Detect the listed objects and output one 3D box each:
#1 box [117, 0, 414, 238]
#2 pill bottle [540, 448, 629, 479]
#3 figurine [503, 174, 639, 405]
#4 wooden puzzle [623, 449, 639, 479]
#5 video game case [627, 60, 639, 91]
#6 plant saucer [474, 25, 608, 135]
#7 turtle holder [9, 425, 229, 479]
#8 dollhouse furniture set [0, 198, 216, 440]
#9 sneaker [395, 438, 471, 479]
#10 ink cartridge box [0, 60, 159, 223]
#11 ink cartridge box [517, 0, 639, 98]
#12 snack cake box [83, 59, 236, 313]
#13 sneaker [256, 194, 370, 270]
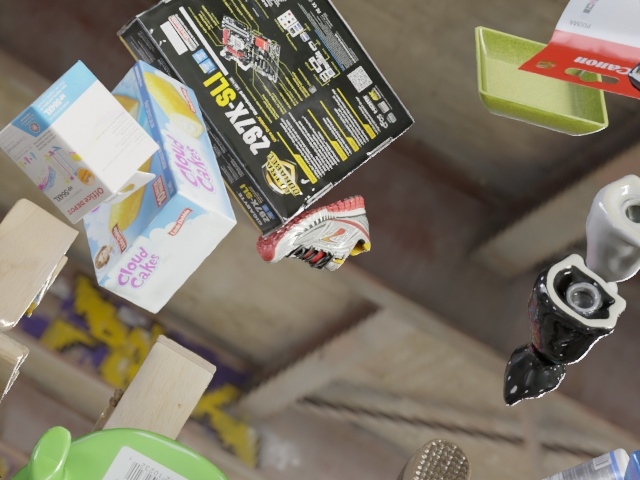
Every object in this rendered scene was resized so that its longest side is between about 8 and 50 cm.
[{"bbox_3d":[-0.065,-0.207,2.292,0.322,0.257,0.079,54,-29,-5],"label":"box"},{"bbox_3d":[0.259,0.271,1.809,0.137,0.078,0.078,-24,-41,11],"label":"pill bottle"},{"bbox_3d":[0.276,0.061,1.903,0.092,0.215,0.209,34,-34,8],"label":"figurine"},{"bbox_3d":[0.299,0.315,1.392,0.081,0.322,0.347,-15,-34,-5],"label":"wooden puzzle"},{"bbox_3d":[0.531,-0.212,2.015,0.248,0.275,0.035,44,-3,34],"label":"video game case"},{"bbox_3d":[0.301,-0.215,2.498,0.188,0.188,0.045,15,-54,-7],"label":"plant saucer"},{"bbox_3d":[-0.174,0.326,1.478,0.243,0.320,0.227,0,-21,-3],"label":"turtle holder"},{"bbox_3d":[-0.350,0.156,1.804,0.394,0.256,0.362,31,-34,-2],"label":"dollhouse furniture set"},{"bbox_3d":[0.060,0.236,1.355,0.066,0.188,0.071,33,-41,8],"label":"sneaker"},{"bbox_3d":[-0.249,-0.095,1.868,0.143,0.090,0.092,48,-42,-10],"label":"ink cartridge box"},{"bbox_3d":[0.381,-0.259,2.200,0.189,0.232,0.066,18,-57,33],"label":"ink cartridge box"},{"bbox_3d":[-0.198,-0.065,2.040,0.089,0.152,0.264,29,25,-35],"label":"snack cake box"},{"bbox_3d":[0.000,0.000,2.540,0.088,0.225,0.092,-20,-91,42],"label":"sneaker"}]
